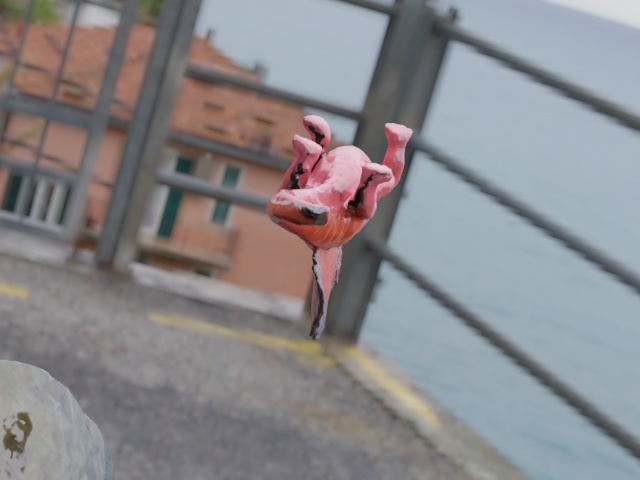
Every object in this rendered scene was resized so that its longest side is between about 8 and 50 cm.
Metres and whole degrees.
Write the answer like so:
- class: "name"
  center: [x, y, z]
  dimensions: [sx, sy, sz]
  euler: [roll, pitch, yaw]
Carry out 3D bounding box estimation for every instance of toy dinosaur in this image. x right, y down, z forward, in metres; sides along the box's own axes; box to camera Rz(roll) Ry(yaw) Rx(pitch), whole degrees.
- class: "toy dinosaur"
  center: [-0.001, 0.006, 1.123]
  dimensions: [0.070, 0.139, 0.286]
  euler: [16, 17, 4]

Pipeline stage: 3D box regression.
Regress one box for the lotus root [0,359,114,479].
- class: "lotus root"
  center: [-0.302, 0.275, 1.385]
  dimensions: [0.250, 0.250, 0.346]
  euler: [16, 51, -5]
